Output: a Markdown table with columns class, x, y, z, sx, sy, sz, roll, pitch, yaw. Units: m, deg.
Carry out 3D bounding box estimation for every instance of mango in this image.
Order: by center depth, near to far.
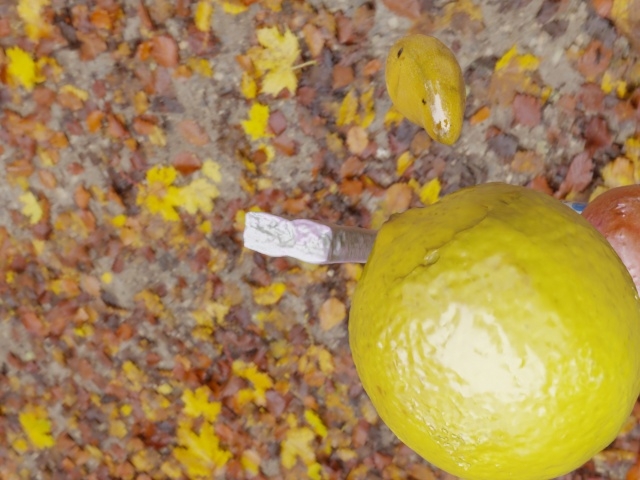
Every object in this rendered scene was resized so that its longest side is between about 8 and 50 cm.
| class | x | y | z | sx | sy | sz | roll | pitch | yaw |
| --- | --- | --- | --- | --- | --- | --- | --- | --- | --- |
| mango | 0.180 | -0.250 | 1.460 | 0.108 | 0.262 | 0.157 | -14 | 126 | -10 |

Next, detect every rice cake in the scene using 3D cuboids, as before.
| class | x | y | z | sx | sy | sz | roll | pitch | yaw |
| --- | --- | --- | --- | --- | --- | --- | --- | --- | --- |
| rice cake | 0.001 | 0.000 | 1.130 | 0.106 | 0.298 | 0.050 | 10 | 91 | 15 |

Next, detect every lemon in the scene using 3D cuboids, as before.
| class | x | y | z | sx | sy | sz | roll | pitch | yaw |
| --- | --- | --- | --- | --- | --- | --- | --- | --- | --- |
| lemon | 0.163 | 0.085 | 0.837 | 0.293 | 0.293 | 0.293 | 9 | 114 | 19 |

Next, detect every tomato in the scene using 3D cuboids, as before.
| class | x | y | z | sx | sy | sz | roll | pitch | yaw |
| --- | --- | --- | --- | --- | --- | --- | --- | --- | --- |
| tomato | 0.434 | 0.028 | 1.217 | 0.208 | 0.208 | 0.184 | 34 | 158 | 6 |

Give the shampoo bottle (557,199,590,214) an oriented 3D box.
| class | x | y | z | sx | sy | sz | roll | pitch | yaw |
| --- | --- | --- | --- | --- | --- | --- | --- | --- | --- |
| shampoo bottle | 0.442 | -0.025 | 1.573 | 0.303 | 0.092 | 0.092 | 12 | 119 | 47 |
